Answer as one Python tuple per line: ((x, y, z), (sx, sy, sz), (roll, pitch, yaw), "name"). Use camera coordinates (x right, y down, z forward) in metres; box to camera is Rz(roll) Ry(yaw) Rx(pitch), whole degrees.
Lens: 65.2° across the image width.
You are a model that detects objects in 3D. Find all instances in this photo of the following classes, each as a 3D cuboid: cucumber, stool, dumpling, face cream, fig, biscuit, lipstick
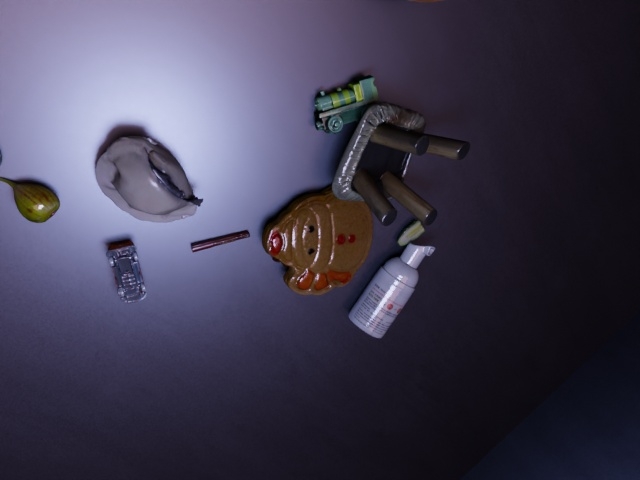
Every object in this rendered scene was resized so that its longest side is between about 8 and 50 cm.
((0.307, -0.028, 1.743), (0.107, 0.035, 0.067), (-38, 134, 3), "cucumber")
((0.235, -0.211, 1.456), (0.311, 0.226, 0.310), (-5, 125, -47), "stool")
((-0.442, -0.133, 1.289), (0.205, 0.163, 0.292), (-38, 135, -8), "dumpling")
((0.256, 0.151, 1.744), (0.145, 0.145, 0.369), (28, 99, -32), "face cream")
((-0.722, -0.109, 1.213), (0.093, 0.093, 0.166), (-49, 123, 4), "fig")
((0.000, 0.000, 1.568), (0.382, 0.074, 0.358), (-6, 106, -32), "biscuit")
((-0.297, 0.001, 1.494), (0.177, 0.027, 0.027), (-16, 119, -17), "lipstick")

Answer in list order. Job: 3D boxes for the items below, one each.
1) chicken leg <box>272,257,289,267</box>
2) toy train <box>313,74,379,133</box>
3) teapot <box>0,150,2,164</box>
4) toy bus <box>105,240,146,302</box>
((-0.067, 0.058, 1.610), (0.219, 0.048, 0.089), (22, 107, -31), "chicken leg")
((0.071, -0.387, 1.444), (0.200, 0.083, 0.132), (-20, 110, -14), "toy train")
((-0.781, -0.176, 1.146), (0.092, 0.091, 0.124), (-32, 112, -6), "teapot")
((-0.538, 0.085, 1.395), (0.079, 0.077, 0.174), (-14, 119, -18), "toy bus")
